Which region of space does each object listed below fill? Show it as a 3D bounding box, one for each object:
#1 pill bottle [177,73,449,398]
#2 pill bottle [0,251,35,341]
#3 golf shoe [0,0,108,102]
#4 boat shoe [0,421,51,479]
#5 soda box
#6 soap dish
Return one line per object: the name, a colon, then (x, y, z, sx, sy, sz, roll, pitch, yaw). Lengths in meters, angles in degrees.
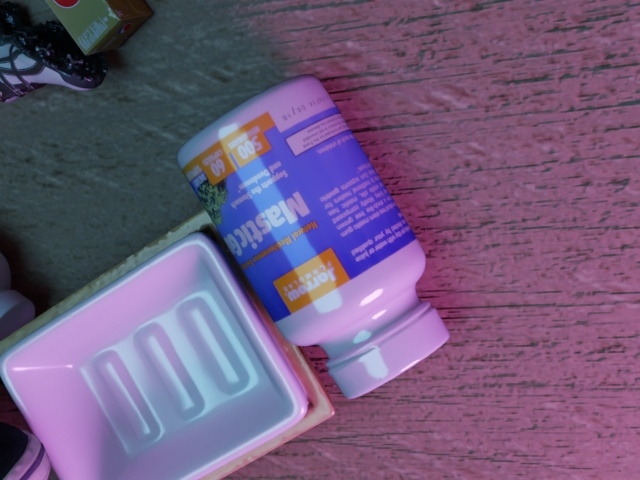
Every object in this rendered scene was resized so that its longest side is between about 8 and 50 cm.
pill bottle: (0.000, 0.000, 1.201, 0.152, 0.152, 0.272, -32, 89, 30)
pill bottle: (-0.439, 0.037, 1.436, 0.264, 0.146, 0.146, 31, 116, 16)
golf shoe: (-0.292, -0.177, 1.345, 0.198, 0.077, 0.094, 26, 126, 29)
boat shoe: (-0.406, 0.223, 1.327, 0.156, 0.187, 0.500, 43, 165, -22)
soda box: (-0.247, -0.271, 1.295, 0.058, 0.061, 0.181, -38, 86, 30)
soap dish: (-0.152, 0.131, 1.307, 0.291, 0.118, 0.229, -32, 87, 19)
